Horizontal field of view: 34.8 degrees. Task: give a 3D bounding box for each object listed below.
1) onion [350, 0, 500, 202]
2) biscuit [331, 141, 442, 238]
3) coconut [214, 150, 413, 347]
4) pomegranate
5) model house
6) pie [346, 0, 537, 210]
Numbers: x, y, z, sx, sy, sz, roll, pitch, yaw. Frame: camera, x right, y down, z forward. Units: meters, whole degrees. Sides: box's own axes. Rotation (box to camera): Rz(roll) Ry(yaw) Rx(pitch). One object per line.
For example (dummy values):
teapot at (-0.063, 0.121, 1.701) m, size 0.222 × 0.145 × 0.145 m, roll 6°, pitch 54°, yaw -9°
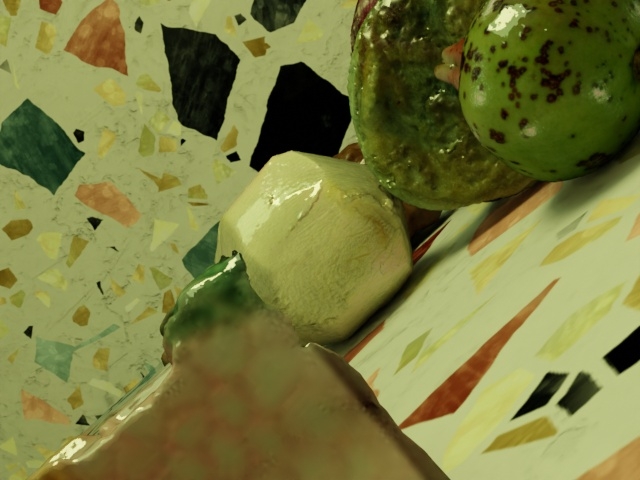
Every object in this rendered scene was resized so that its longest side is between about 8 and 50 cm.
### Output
onion at (0.201, -0.217, 1.293) m, size 0.347 × 0.347 × 0.385 m, roll -37°, pitch 41°, yaw 48°
biscuit at (-0.031, 0.035, 1.508) m, size 0.395 × 0.166 × 0.342 m, roll -45°, pitch 3°, yaw -11°
coconut at (0.000, 0.000, 1.231) m, size 0.230 × 0.227 × 0.227 m, roll -50°, pitch 5°, yaw 0°
pomegranate at (0.209, -0.167, 0.998) m, size 0.214 × 0.214 × 0.247 m, roll -45°, pitch 33°, yaw -22°
model house at (-0.075, 0.158, 0.573) m, size 0.237 × 0.202 × 0.237 m, roll -43°, pitch 5°, yaw -8°
pie at (0.160, -0.163, 1.137) m, size 0.277 × 0.277 × 0.078 m, roll -41°, pitch -7°, yaw 19°
